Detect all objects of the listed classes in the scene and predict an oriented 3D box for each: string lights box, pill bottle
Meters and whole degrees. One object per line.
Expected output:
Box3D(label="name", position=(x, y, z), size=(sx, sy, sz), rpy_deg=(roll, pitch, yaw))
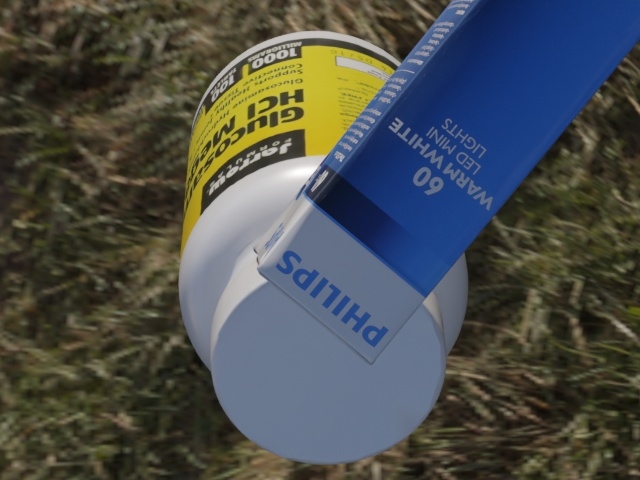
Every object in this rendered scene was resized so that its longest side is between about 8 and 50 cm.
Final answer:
Box3D(label="string lights box", position=(0.074, -0.068, 0.939), size=(0.076, 0.133, 0.260), rpy_deg=(39, 92, -5))
Box3D(label="pill bottle", position=(0.000, 0.000, 1.253), size=(0.187, 0.334, 0.188), rpy_deg=(-1, 117, -2))
